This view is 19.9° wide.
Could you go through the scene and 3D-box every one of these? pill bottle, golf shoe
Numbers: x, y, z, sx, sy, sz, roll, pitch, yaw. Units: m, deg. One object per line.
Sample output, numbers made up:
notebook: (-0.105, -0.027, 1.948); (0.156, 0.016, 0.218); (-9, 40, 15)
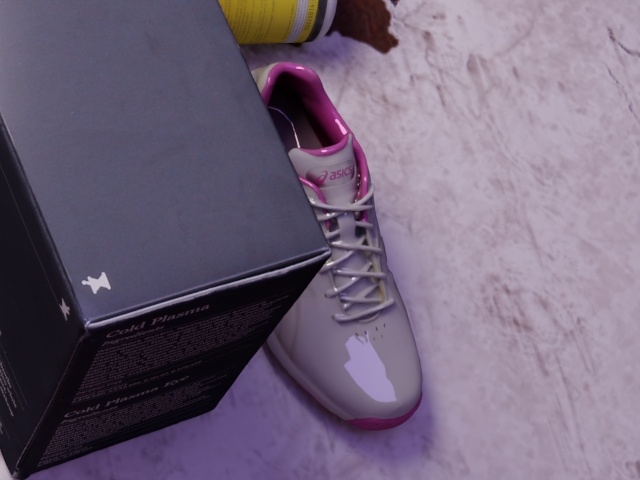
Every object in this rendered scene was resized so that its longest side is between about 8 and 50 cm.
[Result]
pill bottle: (-0.085, -0.214, 1.509); (0.184, 0.103, 0.103); (-4, 68, -20)
golf shoe: (0.000, 0.000, 1.422); (0.115, 0.140, 0.306); (-20, 76, -26)

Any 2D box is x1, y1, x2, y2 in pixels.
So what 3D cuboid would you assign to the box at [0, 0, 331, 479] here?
box: (-0.175, -0.053, 1.290); (0.179, 0.312, 0.343); (-18, 73, -24)
